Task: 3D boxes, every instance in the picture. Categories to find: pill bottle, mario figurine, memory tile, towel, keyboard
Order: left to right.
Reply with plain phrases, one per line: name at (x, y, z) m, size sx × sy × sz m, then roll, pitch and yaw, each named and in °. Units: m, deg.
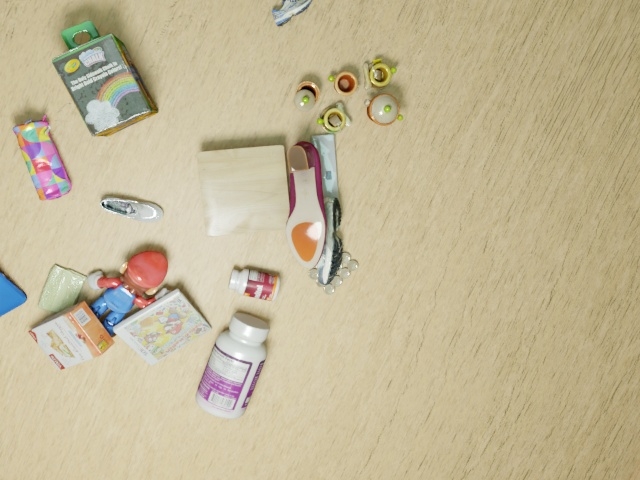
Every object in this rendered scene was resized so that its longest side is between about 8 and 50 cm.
towel at (-0.789, 0.156, 1.795) m, size 0.110 × 0.027 × 0.148 m, roll 22°, pitch 96°, yaw -12°
mario figurine at (-0.583, 0.152, 1.803) m, size 0.320 × 0.170 × 0.198 m, roll -43°, pitch 141°, yaw 11°
pill bottle at (-0.268, 0.389, 1.853) m, size 0.170 × 0.169 × 0.301 m, roll 20°, pitch 96°, yaw -12°
pill bottle at (-0.210, 0.137, 1.858) m, size 0.152 × 0.086 × 0.085 m, roll 13°, pitch 98°, yaw -11°
keyboard at (0.017, -0.205, 1.864) m, size 0.072 × 0.014 × 0.255 m, roll -7°, pitch 105°, yaw -10°
memory tile at (0.041, 0.095, 1.930) m, size 0.148 × 0.012 × 0.113 m, roll -46°, pitch 104°, yaw 1°

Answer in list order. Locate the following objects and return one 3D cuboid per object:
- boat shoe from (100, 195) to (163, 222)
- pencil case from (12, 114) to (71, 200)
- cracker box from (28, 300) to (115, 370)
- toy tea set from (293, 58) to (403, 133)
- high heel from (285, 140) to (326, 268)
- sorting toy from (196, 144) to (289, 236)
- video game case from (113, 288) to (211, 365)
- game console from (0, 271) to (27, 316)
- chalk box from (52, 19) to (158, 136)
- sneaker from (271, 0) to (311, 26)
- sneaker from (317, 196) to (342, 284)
boat shoe at (-0.567, -0.095, 1.766) m, size 0.184 × 0.063 × 0.066 m, roll 19°, pitch 97°, yaw -12°
pencil case at (-0.793, -0.233, 1.687) m, size 0.105 × 0.104 × 0.236 m, roll -16°, pitch 104°, yaw -6°
cracker box at (-0.739, 0.286, 1.746) m, size 0.232 × 0.067 × 0.155 m, roll -23°, pitch 106°, yaw 33°
toy tea set at (0.089, -0.425, 1.784) m, size 0.337 × 0.124 × 0.199 m, roll -15°, pitch 103°, yaw -7°
high heel at (-0.032, -0.111, 1.789) m, size 0.127 × 0.181 × 0.376 m, roll 1°, pitch 101°, yaw 11°
sorting toy at (-0.232, -0.154, 1.799) m, size 0.258 × 0.089 × 0.255 m, roll -6°, pitch 101°, yaw -8°
video game case at (-0.483, 0.272, 1.820) m, size 0.227 × 0.026 × 0.206 m, roll -31°, pitch 133°, yaw -3°
game console at (-1.076, 0.128, 1.742) m, size 0.293 × 0.173 × 0.250 m, roll -30°, pitch 73°, yaw -4°
chalk box at (-0.605, -0.454, 1.638) m, size 0.180 × 0.179 × 0.288 m, roll -25°, pitch 102°, yaw -3°
sneaker at (-0.085, -0.694, 1.744) m, size 0.135 × 0.052 × 0.058 m, roll -34°, pitch 100°, yaw -3°
sneaker at (0.000, 0.000, 1.868) m, size 0.122 × 0.110 × 0.282 m, roll 5°, pitch 101°, yaw 21°
